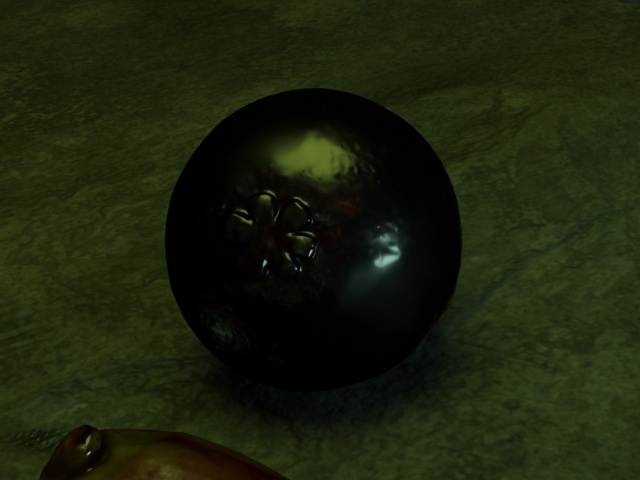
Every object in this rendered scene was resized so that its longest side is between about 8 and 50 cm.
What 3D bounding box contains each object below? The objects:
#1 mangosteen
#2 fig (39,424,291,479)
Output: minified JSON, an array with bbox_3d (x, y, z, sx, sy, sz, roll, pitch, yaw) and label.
[{"bbox_3d":[-0.004,-0.011,1.226,0.297,0.297,0.313,-1,27,13],"label":"mangosteen"},{"bbox_3d":[-0.088,0.247,0.870,0.224,0.224,0.263,-24,55,-26],"label":"fig"}]
